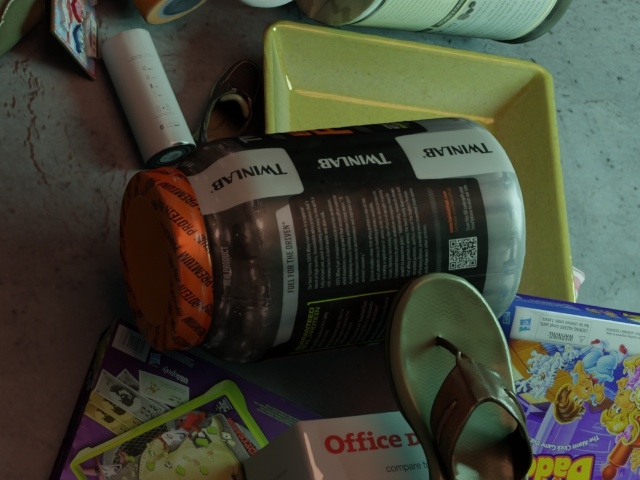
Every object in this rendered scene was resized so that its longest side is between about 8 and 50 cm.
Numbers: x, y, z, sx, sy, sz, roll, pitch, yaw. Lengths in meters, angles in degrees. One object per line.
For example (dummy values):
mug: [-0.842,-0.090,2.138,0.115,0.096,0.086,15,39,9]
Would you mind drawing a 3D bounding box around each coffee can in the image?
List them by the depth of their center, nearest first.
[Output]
coffee can: [0.124,-0.325,2.018,0.275,0.201,0.201,0,65,-39]

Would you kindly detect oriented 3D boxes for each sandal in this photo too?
sandal: [0.140,0.171,1.602,0.120,0.086,0.302,-8,79,-26]

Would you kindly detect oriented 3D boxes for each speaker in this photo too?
speaker: [-0.174,-0.144,1.855,0.055,0.055,0.136,-13,72,-35]

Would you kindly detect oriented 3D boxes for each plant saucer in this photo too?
plant saucer: [0.090,-0.050,1.927,0.333,0.081,0.332,7,60,-17]

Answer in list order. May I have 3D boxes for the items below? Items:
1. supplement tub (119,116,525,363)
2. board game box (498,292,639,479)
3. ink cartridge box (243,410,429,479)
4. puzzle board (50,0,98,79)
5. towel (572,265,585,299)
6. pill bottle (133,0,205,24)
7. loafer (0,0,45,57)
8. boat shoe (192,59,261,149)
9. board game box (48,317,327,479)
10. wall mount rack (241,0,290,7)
supplement tub: [0.000,0.000,1.695,0.338,0.207,0.207,-7,69,-25]
board game box: [0.295,0.190,1.865,0.347,0.078,0.233,9,99,-27]
ink cartridge box: [0.072,0.304,1.661,0.211,0.121,0.289,-3,67,-31]
puzzle board: [-0.245,-0.239,1.852,0.096,0.011,0.128,52,31,-58]
towel: [0.212,0.074,1.988,0.144,0.029,0.197,31,53,-14]
pill bottle: [-0.199,-0.346,1.901,0.130,0.130,0.245,-22,78,-37]
loafer: [-0.307,-0.235,1.798,0.087,0.094,0.251,24,53,-19]
boat shoe: [-0.091,-0.133,1.903,0.056,0.049,0.152,31,53,-13]
board game box: [-0.075,0.236,1.717,0.347,0.056,0.208,28,50,-16]
wall mount rack: [0.024,-0.390,1.812,0.304,0.130,0.350,7,101,-14]
